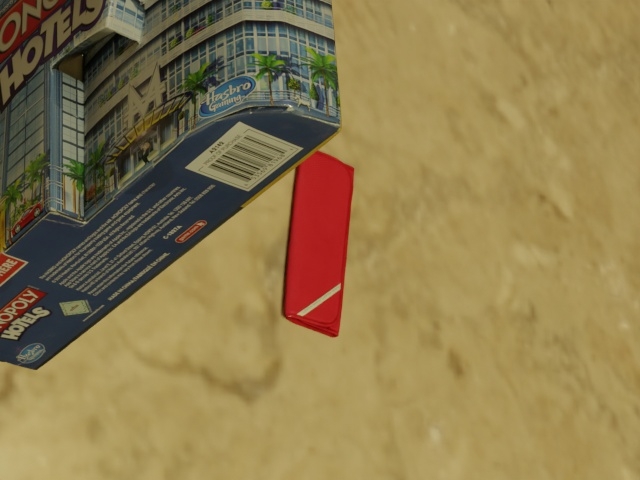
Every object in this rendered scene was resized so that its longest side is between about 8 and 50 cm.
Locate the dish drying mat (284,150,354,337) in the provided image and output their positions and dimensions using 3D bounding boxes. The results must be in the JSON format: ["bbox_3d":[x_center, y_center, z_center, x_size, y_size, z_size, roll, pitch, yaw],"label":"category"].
[{"bbox_3d":[0.000,0.000,0.842,0.032,0.008,0.083,21,63,-32],"label":"dish drying mat"}]

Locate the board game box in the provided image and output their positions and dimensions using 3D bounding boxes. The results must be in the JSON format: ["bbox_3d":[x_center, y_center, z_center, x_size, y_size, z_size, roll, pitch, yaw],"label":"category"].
[{"bbox_3d":[-0.080,-0.081,0.712,0.060,0.194,0.194,20,49,-34],"label":"board game box"}]
